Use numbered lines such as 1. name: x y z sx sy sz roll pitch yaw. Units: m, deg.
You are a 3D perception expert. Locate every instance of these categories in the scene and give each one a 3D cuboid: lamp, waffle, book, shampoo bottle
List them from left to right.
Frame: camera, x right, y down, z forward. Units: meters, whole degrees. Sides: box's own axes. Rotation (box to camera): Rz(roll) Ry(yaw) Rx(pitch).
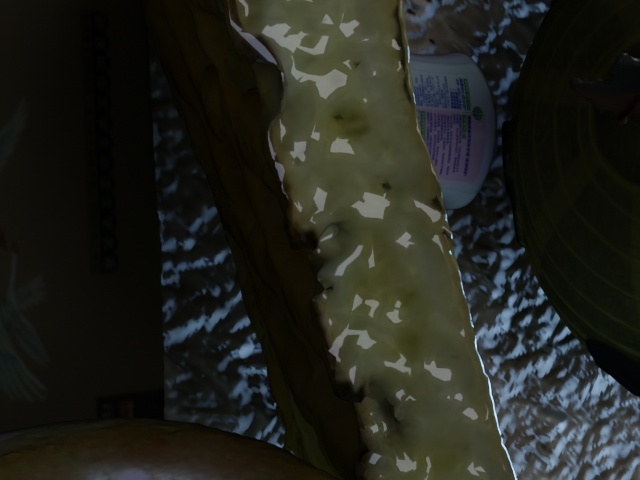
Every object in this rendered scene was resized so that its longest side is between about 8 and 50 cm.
1. book: -0.173 0.002 0.568 0.310 0.021 0.217 -2 89 -48
2. waffle: 0.000 0.000 0.601 0.055 0.221 0.248 -19 108 -8
3. shampoo bottle: 0.035 -0.050 0.747 0.099 0.043 0.072 1 89 -37
4. lamp: 0.190 -0.040 0.722 0.284 0.250 0.250 9 82 -55

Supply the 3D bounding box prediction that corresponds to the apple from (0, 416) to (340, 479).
1. apple: -0.117 0.150 0.555 0.193 0.120 0.265 8 120 -23
